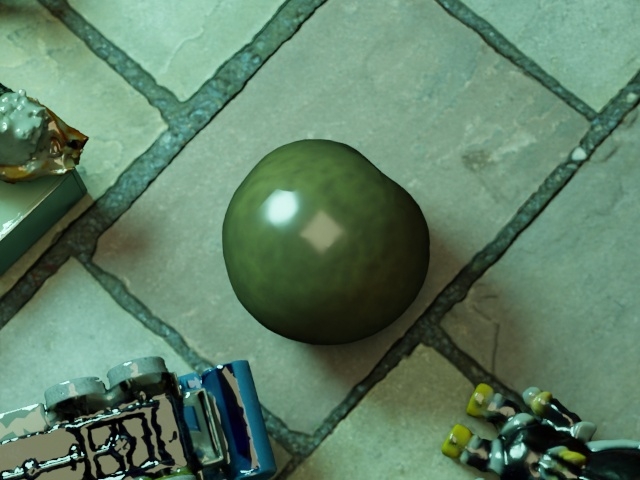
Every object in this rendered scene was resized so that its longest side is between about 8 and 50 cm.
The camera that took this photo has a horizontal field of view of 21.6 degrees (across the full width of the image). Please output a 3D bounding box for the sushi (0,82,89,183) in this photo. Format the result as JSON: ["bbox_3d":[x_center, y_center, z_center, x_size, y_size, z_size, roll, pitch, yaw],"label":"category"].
[{"bbox_3d":[-0.339,-0.116,1.625,0.226,0.103,0.097,23,75,15],"label":"sushi"}]

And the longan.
[{"bbox_3d":[0.000,0.000,1.626,0.198,0.198,0.212,-26,72,-5],"label":"longan"}]

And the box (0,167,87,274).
[{"bbox_3d":[-0.365,-0.090,1.714,0.225,0.086,0.129,43,79,12],"label":"box"}]

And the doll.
[{"bbox_3d":[0.264,0.244,1.589,0.316,0.103,0.145,28,52,19],"label":"doll"}]

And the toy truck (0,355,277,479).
[{"bbox_3d":[-0.229,0.218,1.577,0.367,0.175,0.146,-14,73,-2],"label":"toy truck"}]
